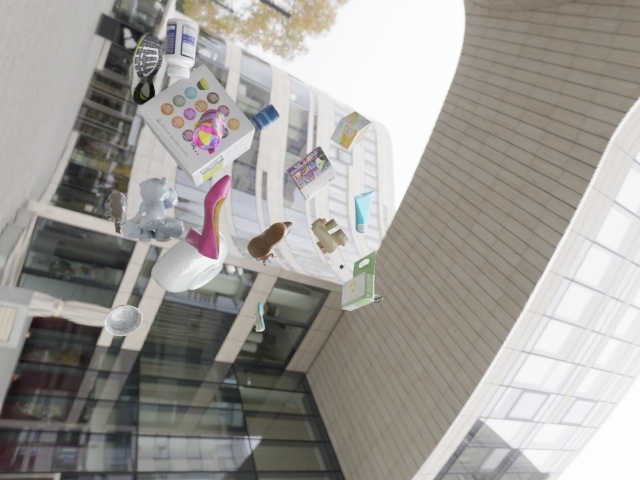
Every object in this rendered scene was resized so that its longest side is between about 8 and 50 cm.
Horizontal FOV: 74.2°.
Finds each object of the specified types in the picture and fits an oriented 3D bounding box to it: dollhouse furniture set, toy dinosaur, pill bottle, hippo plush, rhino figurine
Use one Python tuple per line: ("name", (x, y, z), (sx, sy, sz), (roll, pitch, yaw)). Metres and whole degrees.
("dollhouse furniture set", (0.000, 0.000, 1.562), (0.123, 0.144, 0.151), (-31, -168, 28))
("toy dinosaur", (-0.252, 0.085, 1.987), (0.047, 0.090, 0.082), (-92, -156, -46))
("pill bottle", (-0.460, -0.623, 1.385), (0.094, 0.094, 0.169), (21, -74, 60))
("hippo plush", (-0.730, -0.140, 1.797), (0.234, 0.294, 0.236), (-13, -112, 19))
("rhino figurine", (-0.966, -0.130, 2.013), (0.106, 0.073, 0.243), (-41, -125, 30))

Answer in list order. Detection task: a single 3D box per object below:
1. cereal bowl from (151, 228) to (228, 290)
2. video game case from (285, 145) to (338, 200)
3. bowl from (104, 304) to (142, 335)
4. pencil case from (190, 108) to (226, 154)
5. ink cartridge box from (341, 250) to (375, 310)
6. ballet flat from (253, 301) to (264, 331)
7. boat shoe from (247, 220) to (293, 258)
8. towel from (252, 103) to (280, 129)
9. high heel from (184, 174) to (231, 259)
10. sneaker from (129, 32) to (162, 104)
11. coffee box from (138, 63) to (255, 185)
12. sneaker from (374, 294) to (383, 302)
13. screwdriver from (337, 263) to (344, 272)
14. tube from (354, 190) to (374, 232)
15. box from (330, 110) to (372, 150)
("cereal bowl", (-0.517, 0.103, 1.758), (0.141, 0.339, 0.339), (50, -53, 9))
("video game case", (-0.042, -0.368, 2.333), (0.232, 0.210, 0.042), (-39, -152, -8))
("bowl", (-0.972, 0.375, 2.078), (0.080, 0.170, 0.170), (38, -73, 48))
("pencil case", (-0.394, -0.393, 1.508), (0.104, 0.104, 0.236), (-56, -159, 26))
("ink cartridge box", (0.163, 0.166, 1.802), (0.171, 0.056, 0.235), (-36, -138, 51))
("ballet flat", (-0.340, 0.413, 2.299), (0.052, 0.057, 0.168), (-19, -122, 14))
("boat shoe", (-0.274, -0.010, 2.337), (0.342, 0.123, 0.123), (-39, -93, 39))
("towel", (-0.219, -0.501, 1.718), (0.029, 0.067, 0.119), (-19, -156, 52))
("high heel", (-0.296, -0.067, 1.239), (0.244, 0.117, 0.082), (-59, 173, 1))
("sneaker", (-0.720, -0.699, 1.700), (0.121, 0.111, 0.300), (57, -46, 22))
("coffee box", (-0.527, -0.486, 1.858), (0.334, 0.337, 0.338), (-39, -173, -11))
("sneaker", (0.226, 0.248, 1.867), (0.109, 0.040, 0.043), (-4, -149, 32))
("screwdriver", (0.092, 0.134, 1.940), (0.024, 0.025, 0.170), (-28, -174, 14))
("tube", (0.165, -0.111, 1.650), (0.207, 0.080, 0.052), (88, -23, -52))
("box", (0.144, -0.509, 1.954), (0.114, 0.103, 0.203), (-59, 173, 35))
